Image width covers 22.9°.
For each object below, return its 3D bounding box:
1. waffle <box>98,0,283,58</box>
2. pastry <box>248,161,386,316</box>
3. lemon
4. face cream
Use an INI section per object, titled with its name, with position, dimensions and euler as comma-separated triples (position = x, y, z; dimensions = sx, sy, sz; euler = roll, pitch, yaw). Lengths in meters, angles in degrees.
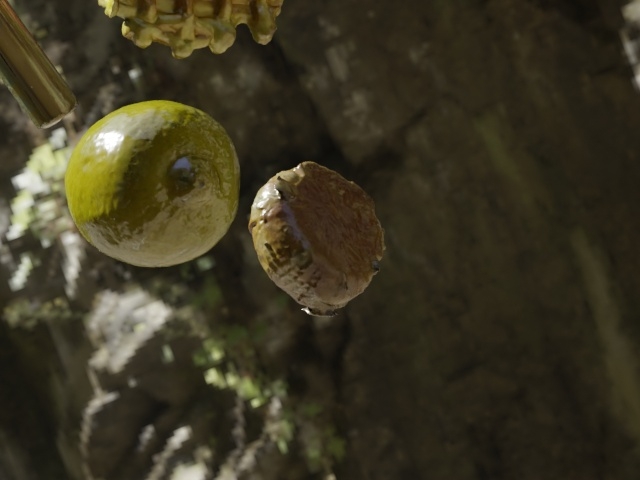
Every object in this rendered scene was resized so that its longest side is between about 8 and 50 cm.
[waffle]
position = -0.108, -0.280, 1.525
dimensions = 0.219, 0.229, 0.057
euler = 2, -17, -25
[pastry]
position = 0.000, 0.000, 2.269
dimensions = 0.219, 0.229, 0.100
euler = 11, -35, -37
[lemon]
position = -0.186, -0.061, 1.731
dimensions = 0.184, 0.184, 0.248
euler = -22, 15, -38
[face cream]
position = -0.423, -0.276, 2.052
dimensions = 0.067, 0.285, 0.139
euler = -37, 13, -10
